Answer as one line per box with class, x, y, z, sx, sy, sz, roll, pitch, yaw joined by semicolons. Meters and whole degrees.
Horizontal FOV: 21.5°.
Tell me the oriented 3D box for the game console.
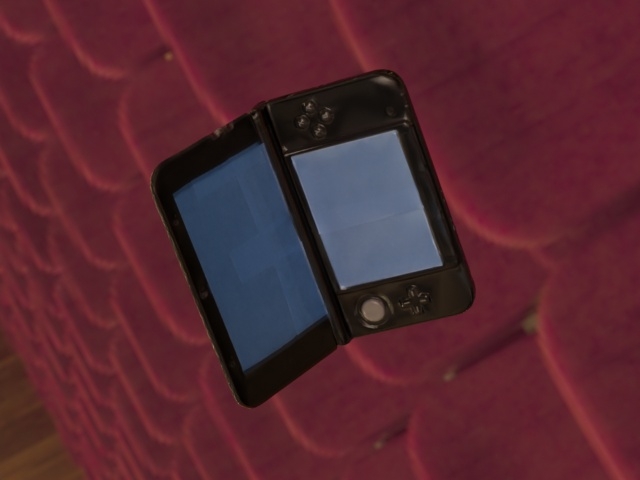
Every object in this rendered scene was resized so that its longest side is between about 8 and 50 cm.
game console;0.000;0.000;0.881;0.085;0.124;0.144;-60;-47;-62
